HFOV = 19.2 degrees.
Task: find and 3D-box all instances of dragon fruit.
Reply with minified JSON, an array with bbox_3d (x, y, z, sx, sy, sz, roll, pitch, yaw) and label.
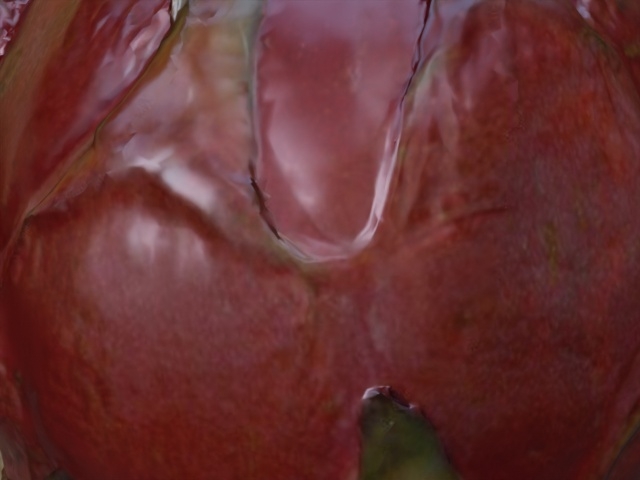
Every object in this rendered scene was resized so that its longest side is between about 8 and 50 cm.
[{"bbox_3d":[0.005,0.007,0.550,0.241,0.252,0.241,26,7,-3],"label":"dragon fruit"}]
